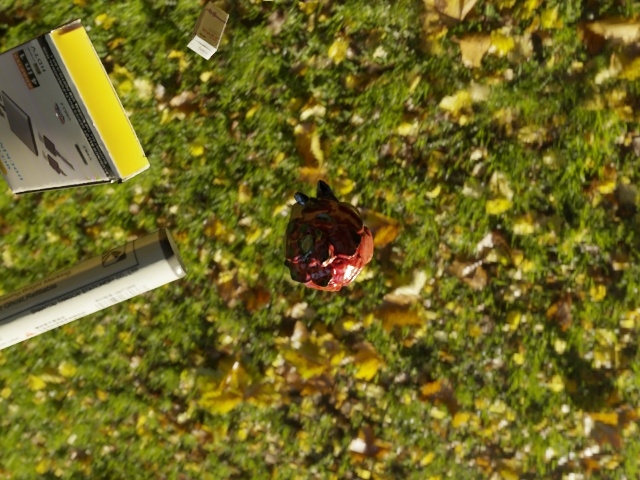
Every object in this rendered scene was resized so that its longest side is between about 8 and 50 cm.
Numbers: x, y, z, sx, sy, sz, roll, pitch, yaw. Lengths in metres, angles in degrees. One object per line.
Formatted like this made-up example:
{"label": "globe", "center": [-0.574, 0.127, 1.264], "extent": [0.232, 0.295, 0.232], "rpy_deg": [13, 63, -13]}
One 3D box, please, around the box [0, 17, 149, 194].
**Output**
{"label": "box", "center": [-0.248, -0.105, 0.772], "extent": [0.247, 0.033, 0.129], "rpy_deg": [-2, 118, 49]}

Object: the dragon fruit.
{"label": "dragon fruit", "center": [0.003, 0.005, 1.178], "extent": [0.130, 0.142, 0.121], "rpy_deg": [-28, 125, 8]}

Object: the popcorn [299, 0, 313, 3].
{"label": "popcorn", "center": [-0.053, -0.588, 1.592], "extent": [0.382, 0.349, 0.349], "rpy_deg": [47, 130, 23]}

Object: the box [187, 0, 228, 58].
{"label": "box", "center": [-0.215, -0.404, 1.699], "extent": [0.050, 0.117, 0.036], "rpy_deg": [30, 135, -24]}

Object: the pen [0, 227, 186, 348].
{"label": "pen", "center": [-0.158, 0.042, 0.410], "extent": [0.204, 0.025, 0.025], "rpy_deg": [-22, 116, 5]}
